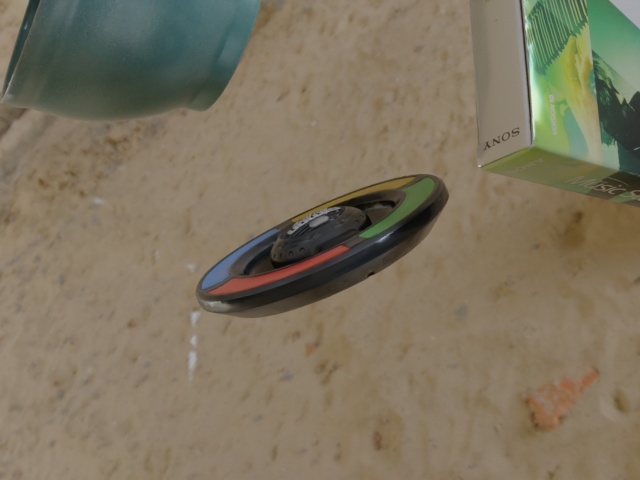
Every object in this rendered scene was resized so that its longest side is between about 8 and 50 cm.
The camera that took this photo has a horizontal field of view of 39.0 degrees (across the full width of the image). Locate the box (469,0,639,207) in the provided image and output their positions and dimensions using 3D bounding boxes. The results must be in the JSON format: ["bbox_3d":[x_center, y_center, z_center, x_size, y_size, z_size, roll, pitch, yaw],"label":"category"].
[{"bbox_3d":[0.249,-0.139,0.689,0.058,0.322,0.232,-26,61,55],"label":"box"}]

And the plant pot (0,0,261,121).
[{"bbox_3d":[-0.178,-0.241,0.905,0.293,0.196,0.293,-48,32,43],"label":"plant pot"}]

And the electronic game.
[{"bbox_3d":[0.000,0.000,0.764,0.229,0.048,0.229,-23,12,5],"label":"electronic game"}]
